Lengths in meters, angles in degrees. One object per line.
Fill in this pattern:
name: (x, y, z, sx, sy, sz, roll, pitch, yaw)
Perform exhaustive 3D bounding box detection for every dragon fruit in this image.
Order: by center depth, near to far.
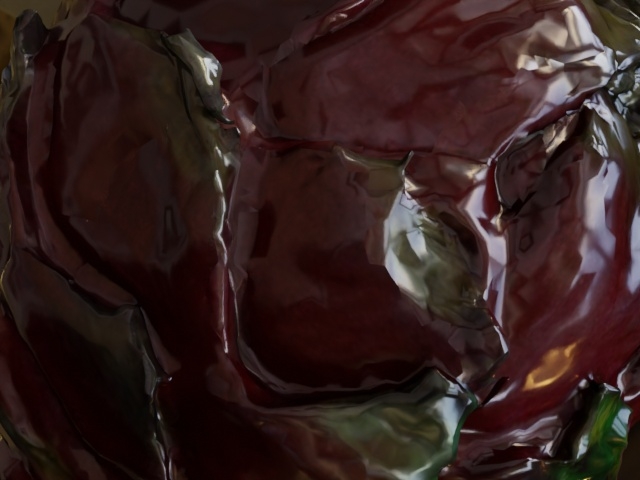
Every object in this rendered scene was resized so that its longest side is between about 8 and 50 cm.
dragon fruit: (0.000, 0.002, 0.627, 0.329, 0.329, 0.329, -5, -104, 23)
